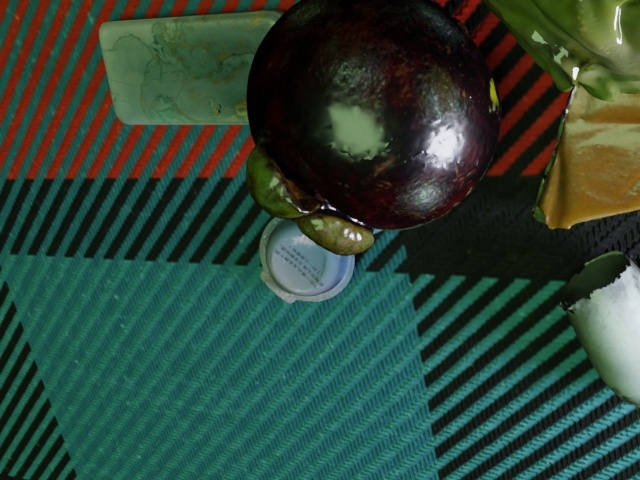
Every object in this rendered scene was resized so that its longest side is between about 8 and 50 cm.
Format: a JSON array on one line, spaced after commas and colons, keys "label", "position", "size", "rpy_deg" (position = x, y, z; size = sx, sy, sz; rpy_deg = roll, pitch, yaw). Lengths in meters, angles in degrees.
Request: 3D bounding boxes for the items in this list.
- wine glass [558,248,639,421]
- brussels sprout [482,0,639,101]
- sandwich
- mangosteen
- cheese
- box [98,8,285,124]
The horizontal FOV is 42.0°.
[{"label": "wine glass", "position": [0.362, 0.119, 0.949], "size": [0.111, 0.111, 0.204], "rpy_deg": [-30, 103, 36]}, {"label": "brussels sprout", "position": [0.221, -0.284, 0.690], "size": [0.247, 0.328, 0.328], "rpy_deg": [-44, 91, 15]}, {"label": "sandwich", "position": [0.353, -0.094, 0.870], "size": [0.212, 0.063, 0.245], "rpy_deg": [19, 124, 16]}, {"label": "mangosteen", "position": [0.044, -0.125, 0.877], "size": [0.288, 0.288, 0.288], "rpy_deg": [12, 121, 22]}, {"label": "cheese", "position": [0.000, 0.000, 1.112], "size": [0.135, 0.052, 0.244], "rpy_deg": [42, 126, -1]}, {"label": "box", "position": [-0.159, -0.220, 1.084], "size": [0.285, 0.044, 0.142], "rpy_deg": [4, 113, 26]}]
